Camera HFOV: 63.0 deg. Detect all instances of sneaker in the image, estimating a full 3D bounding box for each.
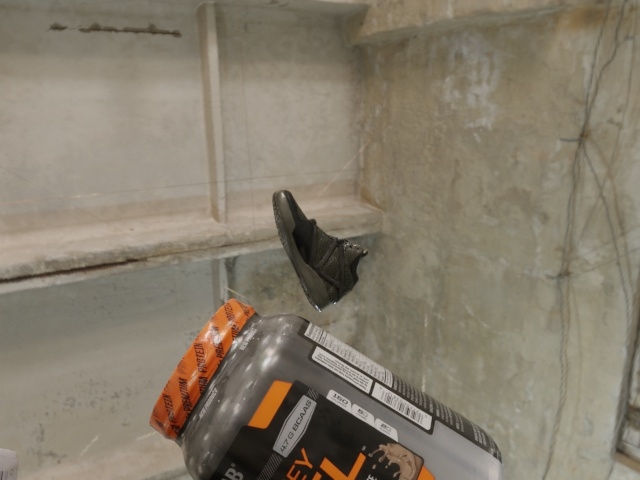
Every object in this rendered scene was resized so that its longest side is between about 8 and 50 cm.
[{"bbox_3d":[0.000,0.000,0.943,0.130,0.087,0.227,-26,-90,-13],"label":"sneaker"}]

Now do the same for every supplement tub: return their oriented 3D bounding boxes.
[{"bbox_3d":[0.003,0.219,0.571,0.338,0.207,0.207,31,-101,3],"label":"supplement tub"}]

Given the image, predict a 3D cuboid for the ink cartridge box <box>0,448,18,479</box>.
[{"bbox_3d":[-0.451,0.183,0.357,0.303,0.307,0.072,66,-168,-63],"label":"ink cartridge box"}]
